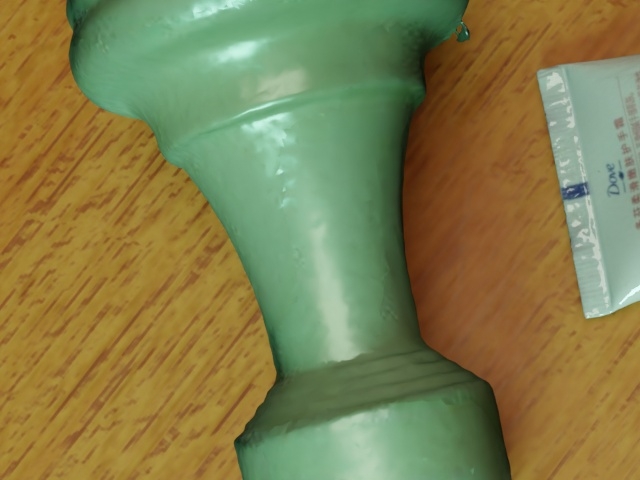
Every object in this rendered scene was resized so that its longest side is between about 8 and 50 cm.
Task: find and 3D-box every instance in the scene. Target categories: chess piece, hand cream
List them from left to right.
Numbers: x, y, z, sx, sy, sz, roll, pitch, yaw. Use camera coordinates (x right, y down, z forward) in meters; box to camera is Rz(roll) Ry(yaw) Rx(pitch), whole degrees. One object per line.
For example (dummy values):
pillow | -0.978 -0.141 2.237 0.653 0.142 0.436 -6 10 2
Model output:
chess piece | 0.000 0.000 0.682 0.195 0.194 0.299 -14 82 9
hand cream | 0.233 -0.048 0.695 0.248 0.083 0.133 -12 72 21
